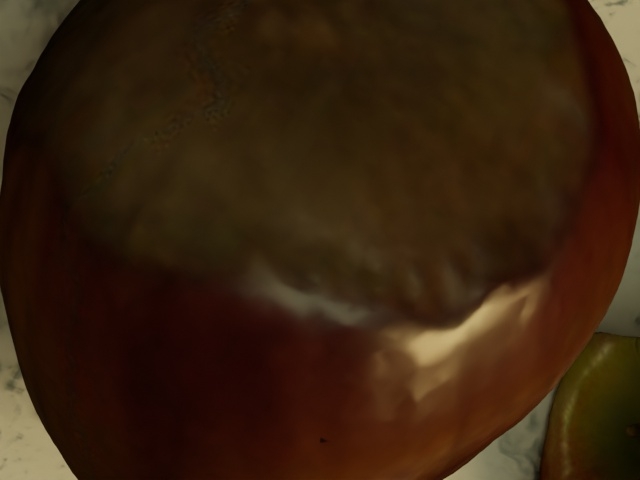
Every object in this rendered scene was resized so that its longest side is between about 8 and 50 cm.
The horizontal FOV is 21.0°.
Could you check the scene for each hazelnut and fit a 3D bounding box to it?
[{"bbox_3d":[-0.001,-0.007,0.918,0.365,0.366,0.366,-7,106,-23],"label":"hazelnut"}]

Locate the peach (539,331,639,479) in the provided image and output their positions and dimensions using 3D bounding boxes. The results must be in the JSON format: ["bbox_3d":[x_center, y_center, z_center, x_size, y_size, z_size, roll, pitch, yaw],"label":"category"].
[{"bbox_3d":[0.359,0.208,1.185,0.380,0.242,0.306,8,96,-27],"label":"peach"}]
